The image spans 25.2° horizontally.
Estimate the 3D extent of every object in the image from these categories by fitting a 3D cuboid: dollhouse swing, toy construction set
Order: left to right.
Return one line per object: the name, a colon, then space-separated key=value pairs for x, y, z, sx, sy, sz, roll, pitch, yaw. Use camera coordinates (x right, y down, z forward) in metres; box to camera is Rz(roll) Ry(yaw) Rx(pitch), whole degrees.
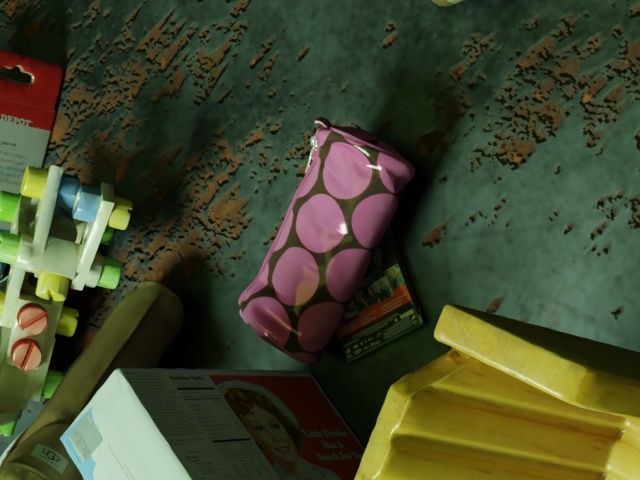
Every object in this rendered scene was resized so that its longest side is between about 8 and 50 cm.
toy construction set: x=-0.292 y=0.083 z=1.403 sx=0.327 sy=0.151 sz=0.215 roll=-61 pitch=20 yaw=-2
dollhouse swing: x=0.212 y=0.278 z=0.994 sx=0.305 sy=0.315 sz=0.346 roll=32 pitch=103 yaw=54

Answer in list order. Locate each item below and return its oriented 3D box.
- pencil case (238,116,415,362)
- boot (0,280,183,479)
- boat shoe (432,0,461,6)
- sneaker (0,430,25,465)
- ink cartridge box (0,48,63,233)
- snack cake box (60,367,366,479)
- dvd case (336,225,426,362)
pencil case: x=0.000 y=0.000 z=1.264 sx=0.098 sy=0.095 sz=0.209 roll=25 pitch=98 yaw=-1
boot: x=-0.240 y=0.192 z=1.350 sx=0.089 sy=0.269 sz=0.236 roll=38 pitch=132 yaw=-8
boat shoe: x=0.126 y=-0.348 z=1.232 sx=0.089 sy=0.104 sz=0.285 roll=-5 pitch=92 yaw=30
sneaker: x=-0.305 y=0.320 z=1.468 sx=0.091 sy=0.094 sz=0.258 roll=22 pitch=104 yaw=19
ink cartridge box: x=-0.368 y=-0.091 z=1.519 sx=0.078 sy=0.134 sz=0.231 roll=18 pitch=94 yaw=35
snack cake box: x=-0.069 y=0.190 z=1.199 sx=0.089 sy=0.264 sz=0.152 roll=-50 pitch=60 yaw=20
dvd case: x=0.040 y=0.039 z=1.294 sx=0.087 sy=0.013 sz=0.119 roll=-31 pitch=69 yaw=28
